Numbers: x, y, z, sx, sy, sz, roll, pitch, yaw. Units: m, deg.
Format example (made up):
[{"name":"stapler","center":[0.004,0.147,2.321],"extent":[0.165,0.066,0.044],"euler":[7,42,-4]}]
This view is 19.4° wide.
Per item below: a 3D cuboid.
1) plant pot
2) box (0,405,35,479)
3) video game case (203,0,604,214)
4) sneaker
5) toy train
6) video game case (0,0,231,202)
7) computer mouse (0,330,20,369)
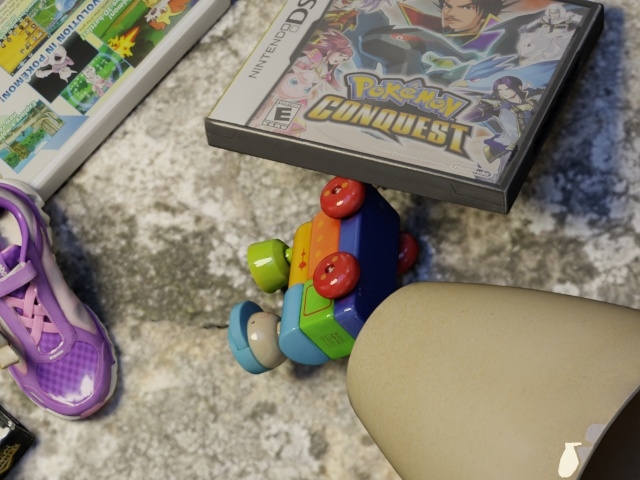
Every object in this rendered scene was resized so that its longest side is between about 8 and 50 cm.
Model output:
[{"name":"plant pot","center":[0.159,0.140,1.446],"extent":[0.274,0.256,0.256],"euler":[28,80,41]},{"name":"box","center":[-0.387,0.204,1.666],"extent":[0.175,0.051,0.220],"euler":[37,84,24]},{"name":"video game case","center":[0.075,-0.144,1.614],"extent":[0.275,0.035,0.248],"euler":[14,49,21]},{"name":"sneaker","center":[-0.260,0.048,1.644],"extent":[0.095,0.104,0.236],"euler":[-27,80,-1]},{"name":"toy train","center":[0.000,0.000,1.616],"extent":[0.143,0.105,0.248],"euler":[-21,43,27]},{"name":"video game case","center":[-0.297,-0.196,1.798],"extent":[0.300,0.036,0.329],"euler":[41,85,25]},{"name":"computer mouse","center":[-0.310,0.174,1.597],"extent":[0.184,0.060,0.262],"euler":[-42,54,2]}]
